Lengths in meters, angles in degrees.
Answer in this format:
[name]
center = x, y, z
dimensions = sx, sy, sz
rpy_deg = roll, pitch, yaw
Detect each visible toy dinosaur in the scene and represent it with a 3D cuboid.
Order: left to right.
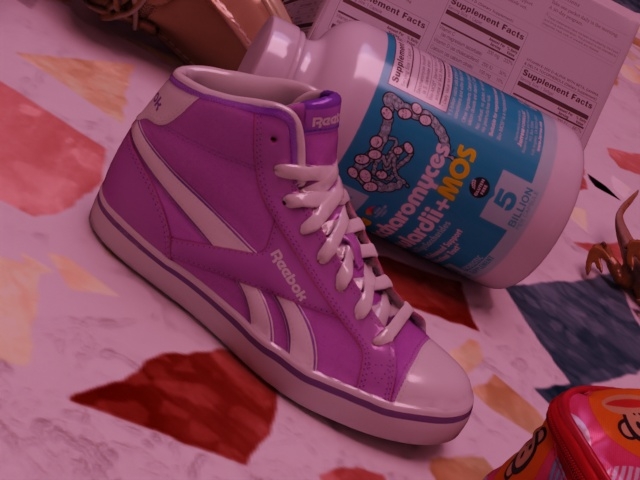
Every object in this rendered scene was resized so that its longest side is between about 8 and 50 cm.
[toy dinosaur]
center = 0.293, 0.024, 1.200
dimensions = 0.112, 0.064, 0.211
rpy_deg = 31, 29, -45

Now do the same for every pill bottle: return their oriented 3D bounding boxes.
[pill bottle]
center = 0.060, -0.075, 1.006
dimensions = 0.264, 0.146, 0.146
rpy_deg = 24, 27, -13

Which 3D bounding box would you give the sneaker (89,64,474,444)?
[sneaker]
center = -0.001, 0.000, 0.800
dimensions = 0.282, 0.161, 0.102
rpy_deg = 35, 25, 3

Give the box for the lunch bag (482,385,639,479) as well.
[lunch bag]
center = 0.256, 0.216, 0.763
dimensions = 0.293, 0.120, 0.258
rpy_deg = 10, 38, -34

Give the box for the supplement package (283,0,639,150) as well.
[supplement package]
center = 0.109, -0.185, 1.168
dimensions = 0.262, 0.145, 0.204
rpy_deg = 25, 1, -16

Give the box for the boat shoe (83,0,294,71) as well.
[boat shoe]
center = -0.155, -0.224, 1.073
dimensions = 0.341, 0.121, 0.110
rpy_deg = 46, 54, 4
